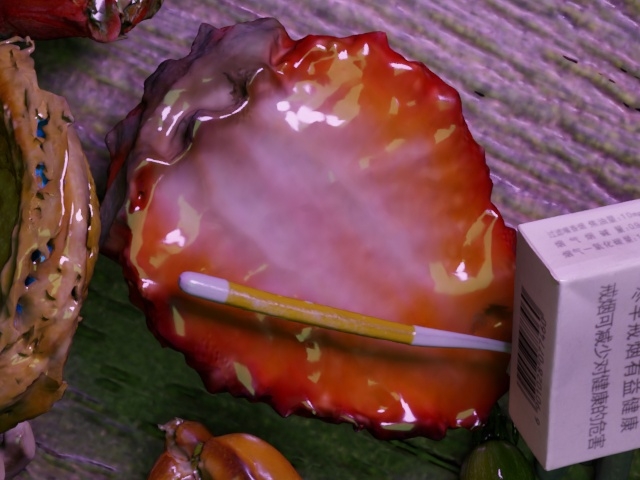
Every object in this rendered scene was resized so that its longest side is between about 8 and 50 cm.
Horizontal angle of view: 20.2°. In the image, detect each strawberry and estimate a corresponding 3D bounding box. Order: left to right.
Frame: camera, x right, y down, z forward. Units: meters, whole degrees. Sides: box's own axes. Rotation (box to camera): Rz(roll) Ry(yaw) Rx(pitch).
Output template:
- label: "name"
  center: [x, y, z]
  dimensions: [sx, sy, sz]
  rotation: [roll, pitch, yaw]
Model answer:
- label: "strawberry"
  center: [0.000, 0.000, 1.274]
  dimensions: [0.336, 0.149, 0.265]
  rotation: [42, 84, -17]

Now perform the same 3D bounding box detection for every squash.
- label: "squash"
  center: [0.160, 0.274, 1.336]
  dimensions: [0.080, 0.071, 0.318]
  rotation: [-22, 93, 20]

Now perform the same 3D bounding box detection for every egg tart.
- label: "egg tart"
  center: [-0.219, 0.000, 1.209]
  dimensions: [0.107, 0.291, 0.290]
  rotation: [11, 94, -40]

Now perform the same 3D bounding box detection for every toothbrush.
- label: "toothbrush"
  center: [0.039, 0.061, 1.206]
  dimensions: [0.288, 0.021, 0.024]
  rotation: [13, 104, -20]

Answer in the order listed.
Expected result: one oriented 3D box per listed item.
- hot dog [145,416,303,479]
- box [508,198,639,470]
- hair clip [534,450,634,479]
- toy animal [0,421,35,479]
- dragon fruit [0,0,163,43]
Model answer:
- label: "hot dog"
  center: [-0.025, 0.270, 1.297]
  dimensions: [0.135, 0.100, 0.337]
  rotation: [-18, 105, 26]
- label: "box"
  center: [0.257, 0.046, 1.207]
  dimensions: [0.256, 0.069, 0.164]
  rotation: [-12, 126, -15]
- label: "hair clip"
  center: [0.232, 0.059, 1.318]
  dimensions: [0.137, 0.090, 0.278]
  rotation: [21, 92, -2]
- label: "toy animal"
  center: [-0.273, 0.195, 1.272]
  dimensions: [0.169, 0.121, 0.233]
  rotation: [-26, 106, 13]
- label: "dragon fruit"
  center: [-0.176, -0.262, 1.215]
  dimensions: [0.200, 0.198, 0.269]
  rotation: [18, 84, 14]
